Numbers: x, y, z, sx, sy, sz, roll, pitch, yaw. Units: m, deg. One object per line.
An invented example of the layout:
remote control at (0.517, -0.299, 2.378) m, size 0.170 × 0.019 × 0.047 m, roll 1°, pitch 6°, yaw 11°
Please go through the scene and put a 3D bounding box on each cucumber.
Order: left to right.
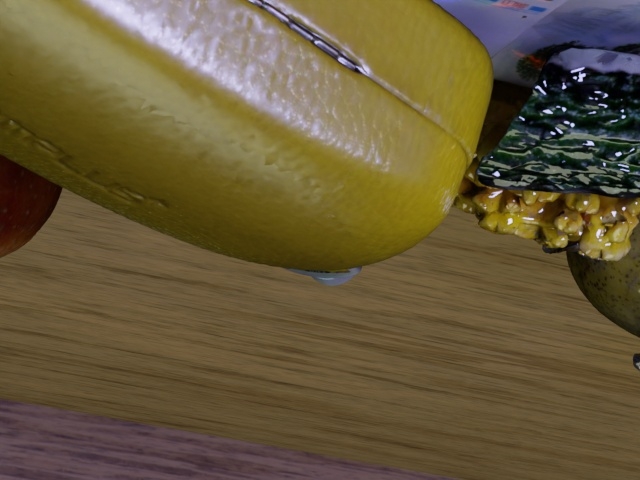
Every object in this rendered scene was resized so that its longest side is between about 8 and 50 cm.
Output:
cucumber at (0.211, -0.051, 0.861) m, size 0.265 × 0.077 × 0.077 m, roll 6°, pitch 166°, yaw 12°

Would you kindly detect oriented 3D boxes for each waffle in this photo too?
waffle at (0.129, -0.052, 1.009) m, size 0.193 × 0.070 × 0.197 m, roll -10°, pitch -148°, yaw -41°

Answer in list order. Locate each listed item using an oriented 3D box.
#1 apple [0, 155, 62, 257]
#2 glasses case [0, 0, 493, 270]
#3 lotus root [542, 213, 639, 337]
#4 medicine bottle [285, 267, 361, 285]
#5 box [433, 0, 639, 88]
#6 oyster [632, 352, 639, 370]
apple at (-0.267, -0.070, 1.123) m, size 0.210 × 0.173 × 0.235 m, roll -5°, pitch -175°, yaw -27°
glasses case at (-0.098, -0.102, 0.827) m, size 0.371 × 0.141 × 0.173 m, roll 31°, pitch 160°, yaw -29°
lotus root at (0.241, 0.001, 1.178) m, size 0.278 × 0.154 × 0.154 m, roll 21°, pitch 162°, yaw -28°
medicine bottle at (0.000, 0.000, 1.503) m, size 0.074 × 0.055 × 0.118 m, roll 4°, pitch 166°, yaw 12°
box at (0.149, -0.123, 0.899) m, size 0.233 × 0.067 × 0.149 m, roll 13°, pitch 163°, yaw -15°
oyster at (0.370, 0.100, 1.687) m, size 0.191 × 0.081 × 0.163 m, roll -7°, pitch 133°, yaw 44°
